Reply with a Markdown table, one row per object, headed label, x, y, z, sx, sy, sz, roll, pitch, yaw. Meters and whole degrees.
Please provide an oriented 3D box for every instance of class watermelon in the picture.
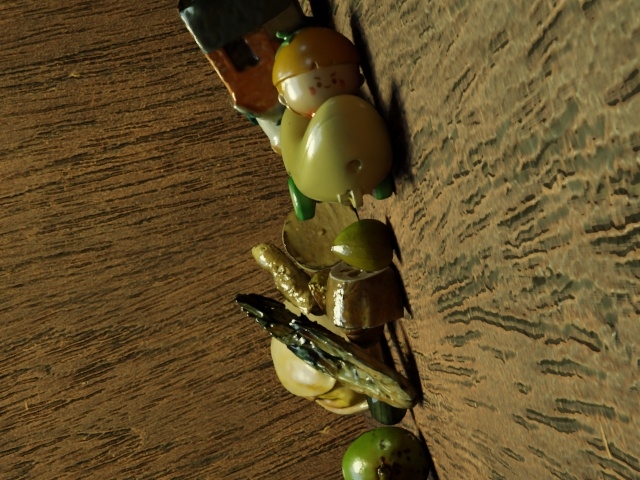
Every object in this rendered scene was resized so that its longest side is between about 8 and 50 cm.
| label | x | y | z | sx | sy | sz | roll | pitch | yaw |
| --- | --- | --- | --- | --- | --- | --- | --- | --- | --- |
| watermelon | 0.121 | 0.287 | 2.026 | 0.078 | 0.078 | 0.111 | -114 | 8 | -61 |

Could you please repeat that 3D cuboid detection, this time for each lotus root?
| label | x | y | z | sx | sy | sz | roll | pitch | yaw |
| --- | --- | --- | --- | --- | --- | --- | --- | --- | --- |
| lotus root | 0.060 | 0.077 | 1.634 | 0.122 | 0.112 | 0.081 | -115 | 14 | -72 |

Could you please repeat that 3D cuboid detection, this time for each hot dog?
| label | x | y | z | sx | sy | sz | roll | pitch | yaw |
| --- | --- | --- | --- | --- | --- | --- | --- | --- | --- |
| hot dog | 0.059 | 0.110 | 1.884 | 0.123 | 0.093 | 0.261 | 50 | 179 | 21 |

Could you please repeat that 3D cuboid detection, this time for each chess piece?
| label | x | y | z | sx | sy | sz | roll | pitch | yaw |
| --- | --- | --- | --- | --- | --- | --- | --- | --- | --- |
| chess piece | 0.000 | 0.000 | 2.035 | 0.301 | 0.137 | 0.137 | 99 | 153 | -83 |

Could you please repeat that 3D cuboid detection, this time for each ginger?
| label | x | y | z | sx | sy | sz | roll | pitch | yaw |
| --- | --- | --- | --- | --- | --- | --- | --- | --- | --- |
| ginger | -0.056 | 0.063 | 1.964 | 0.214 | 0.059 | 0.133 | 45 | -175 | 29 |

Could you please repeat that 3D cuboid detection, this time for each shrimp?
| label | x | y | z | sx | sy | sz | roll | pitch | yaw |
| --- | --- | --- | --- | --- | --- | --- | --- | --- | --- |
| shrimp | 0.006 | 0.172 | 1.844 | 0.365 | 0.071 | 0.233 | 31 | 168 | 12 |

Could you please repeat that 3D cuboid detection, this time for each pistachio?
| label | x | y | z | sx | sy | sz | roll | pitch | yaw |
| --- | --- | --- | --- | --- | --- | --- | --- | --- | --- |
| pistachio | 0.021 | 0.209 | 2.193 | 0.309 | 0.229 | 0.230 | -122 | 14 | -59 |

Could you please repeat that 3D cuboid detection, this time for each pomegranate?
| label | x | y | z | sx | sy | sz | roll | pitch | yaw |
| --- | --- | --- | --- | --- | --- | --- | --- | --- | --- |
| pomegranate | 0.131 | 0.419 | 2.013 | 0.220 | 0.156 | 0.156 | 42 | -156 | -56 |

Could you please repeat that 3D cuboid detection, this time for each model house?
| label | x | y | z | sx | sy | sz | roll | pitch | yaw |
| --- | --- | --- | --- | --- | --- | --- | --- | --- | --- |
| model house | -0.055 | -0.256 | 1.549 | 0.301 | 0.190 | 0.271 | 61 | 180 | -18 |

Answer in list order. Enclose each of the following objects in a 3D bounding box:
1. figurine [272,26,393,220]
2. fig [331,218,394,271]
| label | x | y | z | sx | sy | sz | roll | pitch | yaw |
| --- | --- | --- | --- | --- | --- | --- | --- | --- | --- |
| figurine | 0.012 | -0.144 | 1.314 | 0.324 | 0.124 | 0.222 | -178 | 76 | -86 |
| fig | 0.058 | 0.007 | 1.540 | 0.074 | 0.088 | 0.074 | -179 | 90 | -88 |
